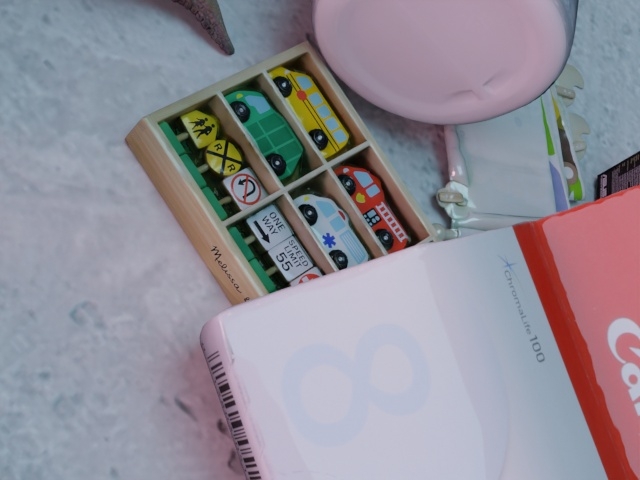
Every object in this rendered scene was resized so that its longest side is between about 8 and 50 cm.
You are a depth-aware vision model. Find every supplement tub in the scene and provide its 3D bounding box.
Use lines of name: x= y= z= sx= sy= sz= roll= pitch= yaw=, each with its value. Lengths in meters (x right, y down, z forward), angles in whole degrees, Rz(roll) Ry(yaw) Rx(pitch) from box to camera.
supplement tub: x=0.113 y=-0.262 z=0.988 sx=0.194 sy=0.193 sz=0.316 roll=28 pitch=52 yaw=-20

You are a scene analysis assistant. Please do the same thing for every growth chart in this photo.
growth chart: x=0.159 y=-0.090 z=1.056 sx=0.172 sy=0.021 sz=0.237 roll=14 pitch=62 yaw=-28

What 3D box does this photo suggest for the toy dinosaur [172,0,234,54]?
toy dinosaur: x=-0.101 y=-0.254 z=0.837 sx=0.127 sy=0.295 sz=0.200 roll=27 pitch=38 yaw=18

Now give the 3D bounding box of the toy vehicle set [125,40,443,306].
toy vehicle set: x=0.000 y=0.000 z=0.905 sx=0.166 sy=0.035 sz=0.267 roll=-33 pitch=89 yaw=-38

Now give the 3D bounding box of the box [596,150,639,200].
box: x=0.298 y=0.007 z=1.023 sx=0.078 sy=0.147 sz=0.180 roll=21 pitch=59 yaw=-23

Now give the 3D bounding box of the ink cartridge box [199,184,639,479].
ink cartridge box: x=0.151 y=0.138 z=0.818 sx=0.385 sy=0.091 sz=0.308 roll=-18 pitch=83 yaw=-15
